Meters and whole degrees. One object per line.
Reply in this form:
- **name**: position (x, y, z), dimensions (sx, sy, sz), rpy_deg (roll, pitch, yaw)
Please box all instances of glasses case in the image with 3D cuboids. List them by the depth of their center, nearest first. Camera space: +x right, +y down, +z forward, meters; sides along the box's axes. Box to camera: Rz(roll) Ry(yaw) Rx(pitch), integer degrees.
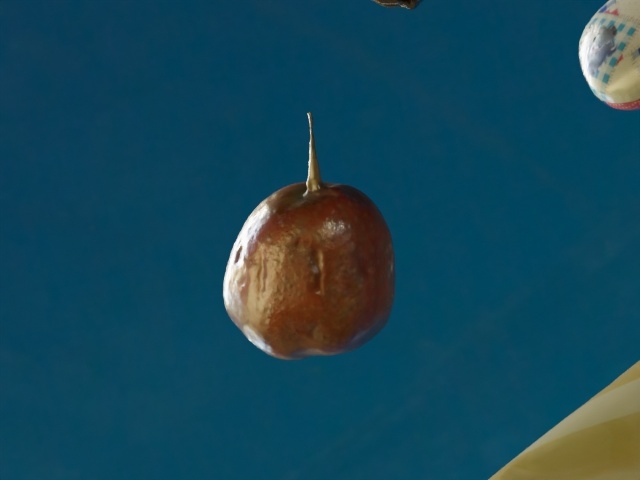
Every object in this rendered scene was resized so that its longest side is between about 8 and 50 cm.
- **glasses case**: position (0.374, -0.219, 1.245), dimensions (0.327, 0.076, 0.125), rpy_deg (-28, -136, 22)

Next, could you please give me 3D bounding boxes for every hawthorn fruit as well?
- **hawthorn fruit**: position (-0.005, 0.018, 1.180), dimensions (0.149, 0.149, 0.189), rpy_deg (44, -34, 27)

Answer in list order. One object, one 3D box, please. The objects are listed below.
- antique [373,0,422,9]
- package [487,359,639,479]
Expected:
- **antique**: position (0.091, -0.289, 0.841), dimensions (0.125, 0.150, 0.284), rpy_deg (35, -52, -3)
- **package**: position (0.217, 0.089, 0.433), dimensions (0.221, 0.311, 0.165), rpy_deg (2, -64, 49)
